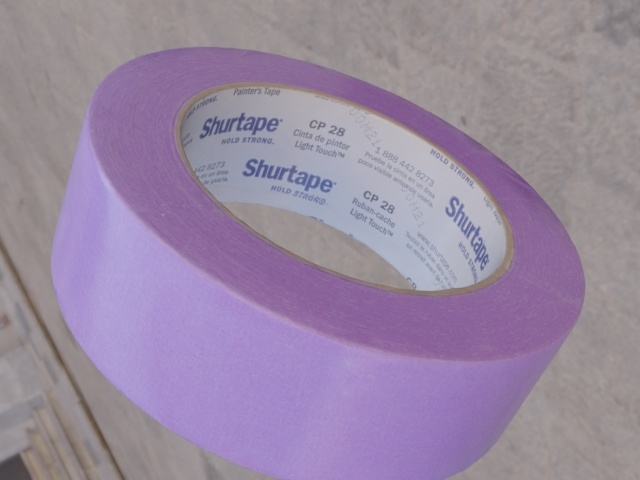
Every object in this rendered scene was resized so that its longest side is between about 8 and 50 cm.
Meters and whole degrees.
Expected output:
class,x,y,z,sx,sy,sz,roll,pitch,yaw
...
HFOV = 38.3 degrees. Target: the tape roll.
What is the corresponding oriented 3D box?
class,x,y,z,sx,sy,sz,roll,pitch,yaw
tape roll,0.000,0.000,0.505,0.275,0.275,0.090,47,129,32
